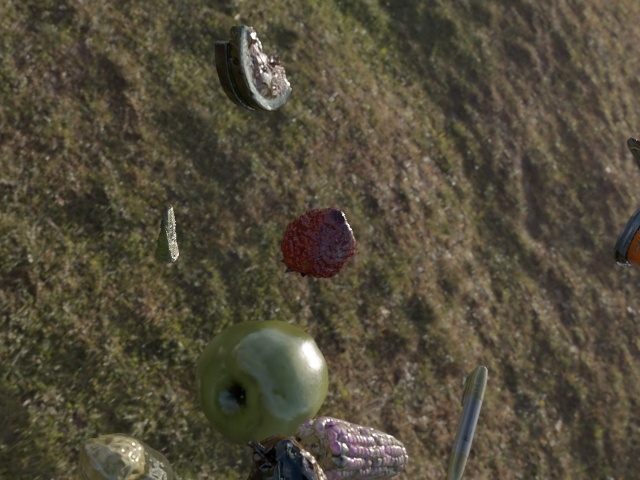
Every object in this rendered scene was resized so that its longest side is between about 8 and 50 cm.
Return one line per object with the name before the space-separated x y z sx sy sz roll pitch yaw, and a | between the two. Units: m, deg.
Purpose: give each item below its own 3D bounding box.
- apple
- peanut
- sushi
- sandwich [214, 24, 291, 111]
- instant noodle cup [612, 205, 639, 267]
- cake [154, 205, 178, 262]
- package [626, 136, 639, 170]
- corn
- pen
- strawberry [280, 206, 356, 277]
apple | -0.156 0.381 1.969 0.357 0.357 0.357 31 40 -31
peanut | -0.412 0.503 1.554 0.313 0.152 0.152 69 12 -52
sushi | -0.045 0.425 1.111 0.140 0.149 0.287 157 -92 -88
sandwich | -0.063 -0.164 0.726 0.135 0.029 0.067 18 89 -66
instant noodle cup | 0.689 0.005 1.440 0.125 0.177 0.208 41 -14 37
cake | -0.374 -0.017 1.737 0.051 0.055 0.140 -60 154 -60
package | 0.496 -0.059 0.998 0.171 0.027 0.173 55 7 -15
corn | 0.067 0.417 1.433 0.335 0.126 0.127 25 42 -54
pen | 0.255 0.320 1.276 0.233 0.040 0.032 -64 149 -35
strawberry | -0.001 0.007 1.334 0.131 0.148 0.131 7 73 -23
